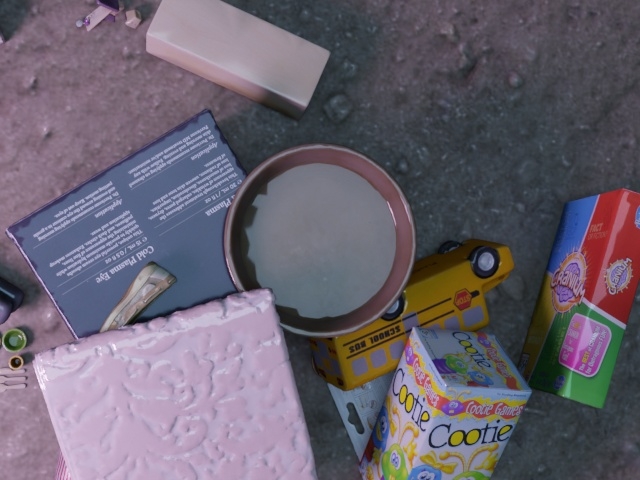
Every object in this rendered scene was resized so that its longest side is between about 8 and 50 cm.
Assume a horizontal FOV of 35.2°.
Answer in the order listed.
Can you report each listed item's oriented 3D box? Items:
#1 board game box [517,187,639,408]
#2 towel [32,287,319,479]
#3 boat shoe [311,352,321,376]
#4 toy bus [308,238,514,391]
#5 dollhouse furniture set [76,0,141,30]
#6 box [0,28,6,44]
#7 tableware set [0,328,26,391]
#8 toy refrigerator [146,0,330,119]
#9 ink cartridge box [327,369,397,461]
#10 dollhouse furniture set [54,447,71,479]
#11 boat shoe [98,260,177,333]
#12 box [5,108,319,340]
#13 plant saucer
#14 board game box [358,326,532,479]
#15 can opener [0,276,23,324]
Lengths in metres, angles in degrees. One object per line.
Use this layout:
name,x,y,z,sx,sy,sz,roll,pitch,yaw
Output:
board game box,0.407,0.088,1.562,0.064,0.242,0.317,18,85,-5
towel,-0.188,0.251,1.389,0.331,0.053,0.317,-16,105,-9
boat shoe,0.014,0.132,1.603,0.064,0.060,0.178,-1,88,-7
toy bus,0.147,0.105,1.565,0.332,0.108,0.130,-22,104,-22
dollhouse furniture set,-0.351,-0.389,1.610,0.081,0.091,0.114,-28,63,32
box,-0.579,-0.449,1.558,0.067,0.063,0.324,-23,90,-9
tableware set,-0.532,0.185,1.556,0.154,0.024,0.104,-2,88,-6
toy refrigerator,-0.131,-0.297,1.592,0.269,0.094,0.102,23,78,-6
ink cartridge box,0.121,0.259,1.630,0.179,0.045,0.145,-23,91,8
dollhouse furniture set,-0.216,0.369,1.501,0.374,0.152,0.201,9,86,1
boat shoe,-0.260,0.103,1.398,0.048,0.056,0.153,34,78,0
box,-0.231,0.030,1.520,0.343,0.179,0.313,-31,91,-7
plant saucer,0.000,0.000,1.442,0.277,0.041,0.278,0,87,-9
board game box,0.177,0.284,1.500,0.142,0.144,0.275,7,118,-21
can opener,-0.599,0.050,1.543,0.283,0.076,0.095,33,116,-5
